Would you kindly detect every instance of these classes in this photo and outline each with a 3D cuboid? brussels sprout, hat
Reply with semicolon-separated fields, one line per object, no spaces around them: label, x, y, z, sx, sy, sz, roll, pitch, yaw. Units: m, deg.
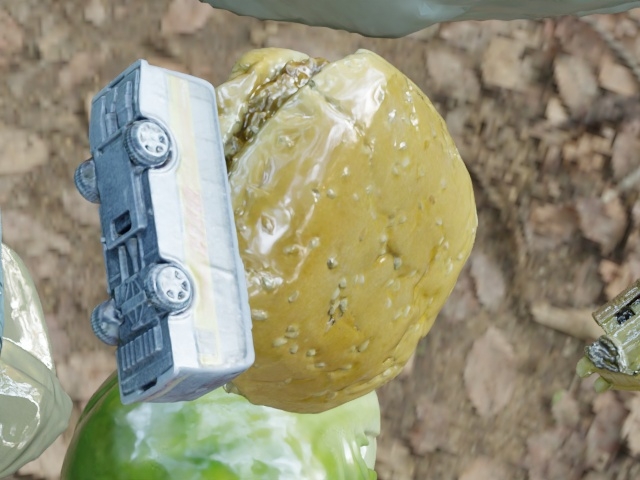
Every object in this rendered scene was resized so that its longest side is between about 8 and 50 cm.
brussels sprout;-0.091;0.221;1.783;0.355;0.289;0.281;-23;62;-37
hat;-0.296;0.097;1.487;0.166;0.173;0.144;-11;26;-8

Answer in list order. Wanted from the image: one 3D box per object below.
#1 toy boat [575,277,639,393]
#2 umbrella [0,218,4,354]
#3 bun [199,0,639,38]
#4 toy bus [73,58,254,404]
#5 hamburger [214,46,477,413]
toy boat;0.319;0.053;1.589;0.226;0.068;0.088;-39;52;8
umbrella;-0.182;0.029;0.893;0.053;0.052;0.250;2;29;-11
bun;0.008;-0.174;0.593;0.354;0.194;0.354;11;19;-4
toy bus;-0.087;-0.003;1.011;0.075;0.064;0.190;9;61;-41
hamburger;0.000;-0.001;1.327;0.145;0.283;0.259;21;79;28
